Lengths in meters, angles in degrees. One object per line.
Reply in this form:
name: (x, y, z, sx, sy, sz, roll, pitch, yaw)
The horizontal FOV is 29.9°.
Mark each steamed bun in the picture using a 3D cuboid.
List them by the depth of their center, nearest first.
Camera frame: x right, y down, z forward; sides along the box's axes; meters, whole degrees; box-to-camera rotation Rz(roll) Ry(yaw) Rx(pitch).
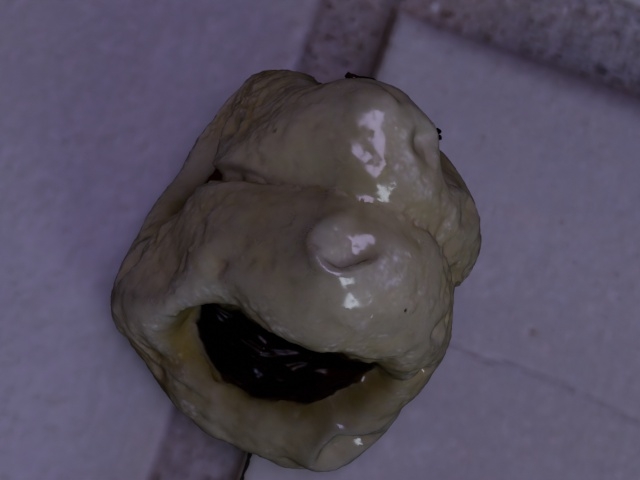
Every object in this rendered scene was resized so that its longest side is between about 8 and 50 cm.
steamed bun: (0.000, 0.000, 0.498, 0.141, 0.155, 0.172, 27, 73, -6)
